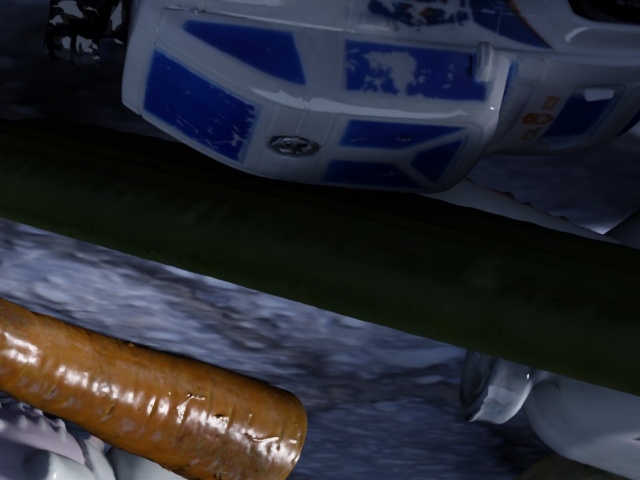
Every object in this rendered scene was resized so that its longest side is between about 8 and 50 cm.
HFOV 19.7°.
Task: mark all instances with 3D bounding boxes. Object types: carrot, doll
[{"bbox_3d":[-0.101,0.065,0.854,0.210,0.061,0.061,27,149,-36],"label":"carrot"},{"bbox_3d":[-0.135,0.127,0.973,0.207,0.081,0.129,8,166,-18],"label":"doll"}]

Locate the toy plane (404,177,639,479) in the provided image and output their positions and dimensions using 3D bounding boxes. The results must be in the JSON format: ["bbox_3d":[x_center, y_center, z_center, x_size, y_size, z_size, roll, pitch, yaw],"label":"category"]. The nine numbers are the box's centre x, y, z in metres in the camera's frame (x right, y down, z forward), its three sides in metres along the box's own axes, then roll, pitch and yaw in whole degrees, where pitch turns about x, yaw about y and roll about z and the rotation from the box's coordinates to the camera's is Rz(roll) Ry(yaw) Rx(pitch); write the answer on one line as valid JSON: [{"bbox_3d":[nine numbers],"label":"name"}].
[{"bbox_3d":[0.138,0.026,0.609,0.252,0.118,0.252,15,162,5],"label":"toy plane"}]

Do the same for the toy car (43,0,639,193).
[{"bbox_3d":[0.013,-0.055,0.495,0.171,0.070,0.080,6,159,-9],"label":"toy car"}]

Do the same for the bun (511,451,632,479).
[{"bbox_3d":[0.141,0.172,1.001,0.222,0.127,0.222,-30,160,-12],"label":"bun"}]

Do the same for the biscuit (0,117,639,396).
[{"bbox_3d":[0.000,0.000,0.538,0.322,0.038,0.099,15,-173,37],"label":"biscuit"}]
